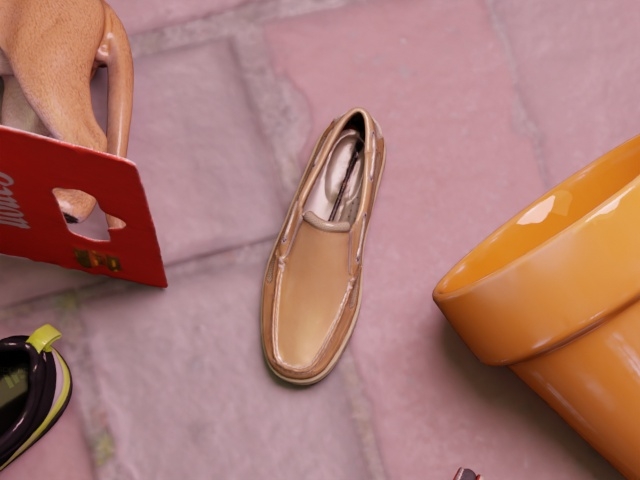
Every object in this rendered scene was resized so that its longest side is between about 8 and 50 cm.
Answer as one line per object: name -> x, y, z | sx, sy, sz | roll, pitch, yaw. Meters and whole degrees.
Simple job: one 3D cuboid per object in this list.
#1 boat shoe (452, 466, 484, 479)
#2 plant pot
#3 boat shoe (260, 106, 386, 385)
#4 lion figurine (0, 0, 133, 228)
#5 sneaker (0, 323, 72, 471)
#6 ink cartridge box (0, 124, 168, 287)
boat shoe -> 0.054, 0.198, 1.136 | 0.043, 0.049, 0.137 | 38, 83, 11
plant pot -> 0.207, 0.052, 1.108 | 0.205, 0.205, 0.188 | -36, 94, -9
boat shoe -> 0.000, 0.000, 1.171 | 0.068, 0.072, 0.190 | 10, 76, 2
lion figurine -> -0.266, -0.152, 1.193 | 0.392, 0.142, 0.240 | 22, 68, -9
sneaker -> -0.253, 0.141, 1.120 | 0.084, 0.097, 0.234 | 38, 78, 9
ink cartridge box -> -0.294, -0.002, 1.049 | 0.385, 0.308, 0.091 | 10, 76, 1
